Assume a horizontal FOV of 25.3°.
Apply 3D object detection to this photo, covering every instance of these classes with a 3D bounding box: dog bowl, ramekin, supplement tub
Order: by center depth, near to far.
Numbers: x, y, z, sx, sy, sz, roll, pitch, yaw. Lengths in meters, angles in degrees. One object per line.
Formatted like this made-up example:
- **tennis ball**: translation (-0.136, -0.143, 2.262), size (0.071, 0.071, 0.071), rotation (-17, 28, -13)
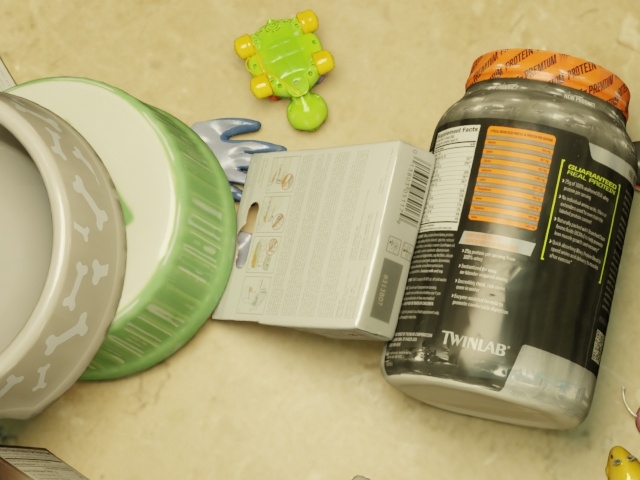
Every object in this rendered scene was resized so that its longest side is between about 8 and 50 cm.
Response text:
- **dog bowl**: translation (-0.361, 0.012, 1.317), size (0.348, 0.102, 0.349), rotation (-2, 78, 10)
- **supplement tub**: translation (0.191, -0.001, 1.391), size (0.207, 0.207, 0.338), rotation (13, 77, 6)
- **ramekin**: translation (-0.247, -0.017, 1.431), size (0.303, 0.148, 0.304), rotation (-2, 79, 10)

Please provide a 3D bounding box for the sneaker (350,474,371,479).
- **sneaker**: translation (-0.062, 0.290, 1.388), size (0.252, 0.103, 0.111), rotation (-30, 78, -5)

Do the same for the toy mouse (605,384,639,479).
- **toy mouse**: translation (0.355, 0.214, 1.418), size (0.143, 0.031, 0.161), rotation (-12, 76, 0)

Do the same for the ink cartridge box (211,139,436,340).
- **ink cartridge box**: translation (0.000, 0.000, 1.416), size (0.066, 0.232, 0.189), rotation (22, 76, -33)

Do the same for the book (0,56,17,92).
- **book**: translation (-0.393, -0.133, 1.551), size (0.144, 0.035, 0.096), rotation (-32, 73, -3)

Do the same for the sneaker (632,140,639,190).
- **sneaker**: translation (0.384, -0.075, 1.470), size (0.157, 0.065, 0.061), rotation (14, 77, 6)

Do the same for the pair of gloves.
- **pair of gloves**: translation (-0.125, -0.040, 1.514), size (0.159, 0.023, 0.198), rotation (11, 79, 6)

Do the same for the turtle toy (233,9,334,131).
- **turtle toy**: translation (-0.031, -0.178, 1.520), size (0.095, 0.066, 0.130), rotation (-21, 76, 0)

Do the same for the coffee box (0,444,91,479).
- **coffee box**: translation (-0.223, 0.331, 1.326), size (0.297, 0.119, 0.168), rotation (27, 92, 26)
